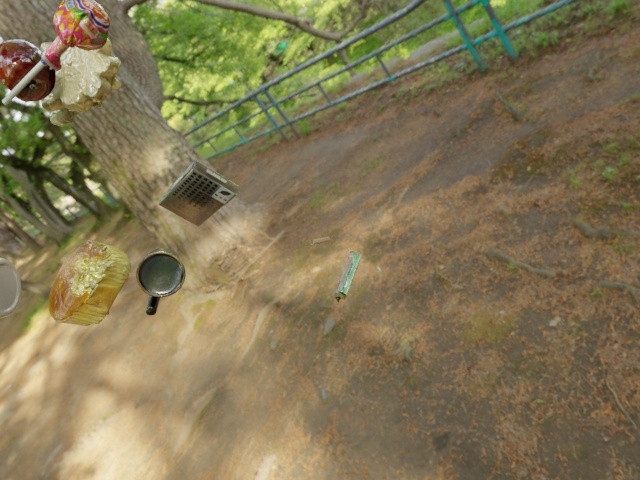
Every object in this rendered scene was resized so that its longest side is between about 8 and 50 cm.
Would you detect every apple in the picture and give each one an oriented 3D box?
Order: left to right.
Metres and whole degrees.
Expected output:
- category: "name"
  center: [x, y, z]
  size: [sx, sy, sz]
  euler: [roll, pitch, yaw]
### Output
- category: "apple"
  center: [-0.845, -0.495, 1.413]
  size: [0.156, 0.158, 0.147]
  euler: [-9, -28, -47]

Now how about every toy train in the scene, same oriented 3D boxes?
- category: "toy train"
  center: [0.074, 0.103, 1.384]
  size: [0.071, 0.038, 0.147]
  euler: [96, -165, -62]

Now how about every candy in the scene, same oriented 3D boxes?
- category: "candy"
  center: [-0.663, -0.449, 1.215]
  size: [0.366, 0.124, 0.124]
  euler: [-36, 23, 17]

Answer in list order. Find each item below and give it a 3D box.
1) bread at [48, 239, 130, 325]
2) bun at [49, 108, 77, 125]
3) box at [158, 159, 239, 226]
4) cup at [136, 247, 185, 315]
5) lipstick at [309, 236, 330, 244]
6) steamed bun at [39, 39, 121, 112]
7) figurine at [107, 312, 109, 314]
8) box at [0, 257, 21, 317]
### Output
- category: "bread"
  center: [-0.670, 0.124, 1.426]
  size: [0.250, 0.133, 0.179]
  euler: [-51, 53, 6]
- category: "bun"
  center: [-0.864, -0.436, 1.680]
  size: [0.115, 0.069, 0.115]
  euler: [-35, 37, 31]
- category: "box"
  center: [-0.451, -0.163, 1.813]
  size: [0.325, 0.180, 0.047]
  euler: [-29, 37, 48]
- category: "cup"
  center: [-0.607, 0.136, 1.825]
  size: [0.239, 0.166, 0.177]
  euler: [-50, 17, -3]
- category: "lipstick"
  center: [0.000, 0.000, 1.666]
  size: [0.019, 0.018, 0.094]
  euler: [-20, -6, 39]
- category: "steamed bun"
  center: [-0.770, -0.529, 1.587]
  size: [0.295, 0.292, 0.137]
  euler: [-61, -14, 1]
- category: "figurine"
  center: [-0.841, 0.240, 1.945]
  size: [0.064, 0.047, 0.109]
  euler: [119, 159, -63]
- category: "box"
  center: [-1.038, 0.124, 1.483]
  size: [0.207, 0.290, 0.262]
  euler: [-3, -10, -3]
